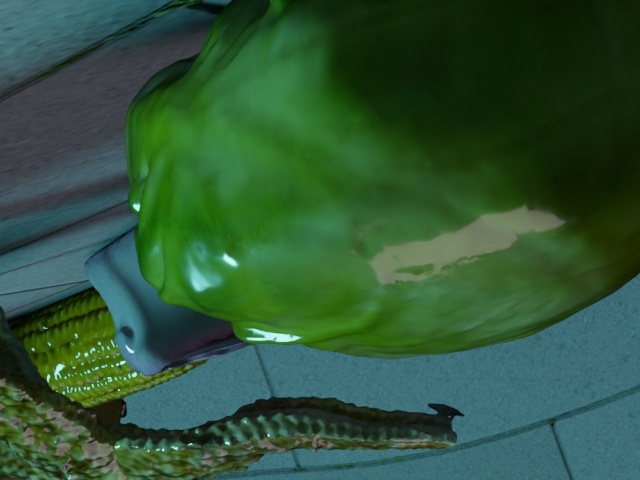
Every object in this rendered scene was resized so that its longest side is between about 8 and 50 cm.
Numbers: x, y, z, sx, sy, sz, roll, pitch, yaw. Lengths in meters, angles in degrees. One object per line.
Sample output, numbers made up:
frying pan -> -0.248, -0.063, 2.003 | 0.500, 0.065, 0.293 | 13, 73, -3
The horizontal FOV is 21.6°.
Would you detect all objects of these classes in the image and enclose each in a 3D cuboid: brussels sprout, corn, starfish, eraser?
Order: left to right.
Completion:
starfish -> -0.180, 0.093, 1.092 | 0.384, 0.132, 0.398 | 22, 170, -32
corn -> -0.243, 0.116, 1.693 | 0.363, 0.120, 0.120 | -24, 175, 28
eraser -> 0.000, 0.000, 1.264 | 0.272, 0.122, 0.359 | -18, 175, -27
brussels sprout -> 0.031, -0.032, 0.602 | 0.223, 0.161, 0.223 | -23, -177, 1

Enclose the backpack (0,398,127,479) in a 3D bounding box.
backpack -> -0.435, 0.251, 2.046 | 0.378, 0.201, 0.353 | -21, 174, -43
